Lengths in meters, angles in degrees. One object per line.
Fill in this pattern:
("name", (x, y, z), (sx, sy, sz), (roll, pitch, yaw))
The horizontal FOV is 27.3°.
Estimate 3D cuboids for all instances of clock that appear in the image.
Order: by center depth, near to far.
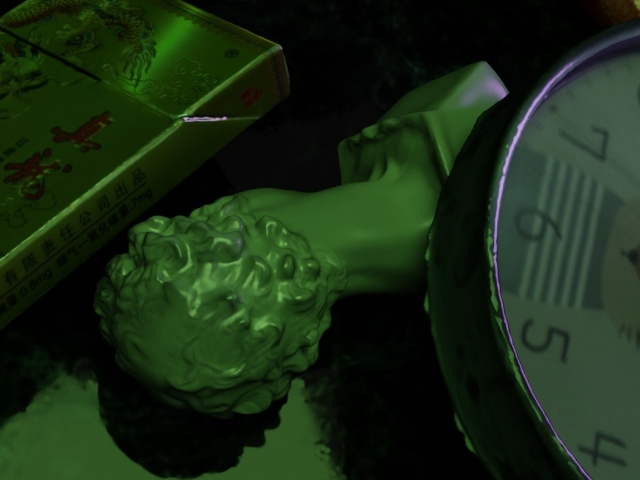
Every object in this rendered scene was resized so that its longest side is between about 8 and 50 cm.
("clock", (0.216, 0.031, 0.704), (0.325, 0.067, 0.325), (5, 70, -16))

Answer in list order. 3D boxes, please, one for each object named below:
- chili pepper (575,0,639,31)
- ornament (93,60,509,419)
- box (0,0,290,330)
("chili pepper", (0.228, -0.157, 0.895), (0.123, 0.073, 0.070), (48, 23, 9))
("ornament", (0.011, 0.000, 0.740), (0.285, 0.130, 0.120), (-29, 94, -21))
("box", (-0.183, -0.038, 0.724), (0.173, 0.043, 0.311), (30, 59, 35))
